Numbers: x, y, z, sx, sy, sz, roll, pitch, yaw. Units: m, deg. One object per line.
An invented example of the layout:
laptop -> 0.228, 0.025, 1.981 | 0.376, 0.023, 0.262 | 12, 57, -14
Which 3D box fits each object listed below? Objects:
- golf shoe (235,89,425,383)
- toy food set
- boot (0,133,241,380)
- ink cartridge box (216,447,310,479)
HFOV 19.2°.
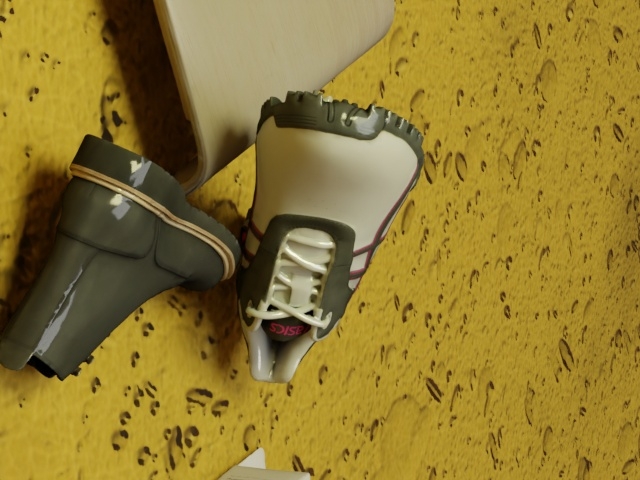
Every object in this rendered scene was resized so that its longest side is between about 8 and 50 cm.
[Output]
golf shoe -> 0.000, 0.000, 1.191 | 0.273, 0.105, 0.120 | 104, -3, -66
toy food set -> -0.068, -0.206, 1.195 | 0.220, 0.092, 0.306 | -42, 128, -42
boot -> -0.123, 0.031, 1.116 | 0.137, 0.077, 0.198 | -64, 155, -9
ink cartridge box -> -0.050, 0.218, 1.257 | 0.181, 0.061, 0.104 | -35, 123, -59
